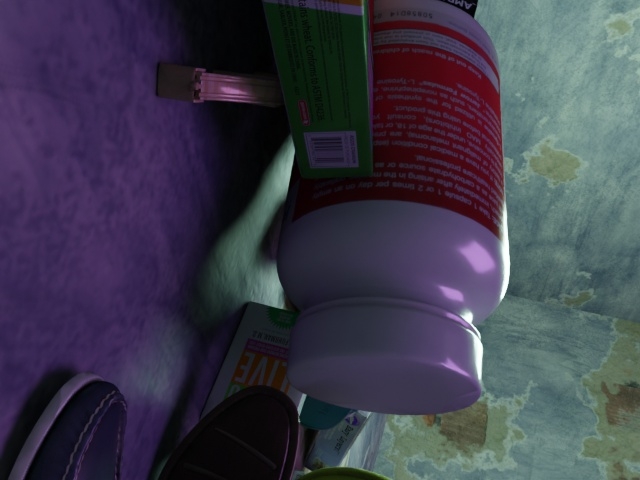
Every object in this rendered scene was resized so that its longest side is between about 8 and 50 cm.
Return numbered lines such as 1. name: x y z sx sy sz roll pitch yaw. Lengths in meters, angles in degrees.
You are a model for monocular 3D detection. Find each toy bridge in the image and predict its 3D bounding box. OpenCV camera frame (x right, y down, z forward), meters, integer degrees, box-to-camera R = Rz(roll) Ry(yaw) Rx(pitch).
1. toy bridge: -0.059 -0.125 0.481 0.188 0.063 0.026 -40 140 -68

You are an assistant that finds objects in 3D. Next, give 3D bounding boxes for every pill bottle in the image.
1. pill bottle: 0.079 -0.040 0.622 0.229 0.229 0.407 78 17 -58

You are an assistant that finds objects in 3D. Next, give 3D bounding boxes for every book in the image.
1. book: -0.057 0.145 0.641 0.035 0.096 0.144 77 28 -57

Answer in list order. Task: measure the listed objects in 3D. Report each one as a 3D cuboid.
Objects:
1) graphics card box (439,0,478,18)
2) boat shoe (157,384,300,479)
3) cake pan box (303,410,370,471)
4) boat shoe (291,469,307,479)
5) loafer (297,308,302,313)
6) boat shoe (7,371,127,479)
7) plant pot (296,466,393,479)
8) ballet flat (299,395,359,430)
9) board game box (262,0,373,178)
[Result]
1. graphics card box: 0.168 -0.241 1.069 0.233 0.094 0.370 124 -16 -72
2. boat shoe: -0.110 0.279 0.553 0.307 0.111 0.104 -63 171 -10
3. cake pan box: 0.083 0.317 1.175 0.246 0.070 0.266 -45 161 -48
4. boat shoe: -0.001 0.528 1.147 0.306 0.113 0.104 67 43 -61
5. loafer: 0.030 0.085 0.951 0.267 0.084 0.096 37 67 -75
6. boat shoe: -0.153 0.212 0.360 0.095 0.079 0.254 38 65 -74
7. plant pot: -0.006 0.559 0.773 0.353 0.367 0.366 -21 123 -59
8. ballet flat: 0.073 0.131 0.846 0.409 0.147 0.147 -47 -173 36
9. board game box: 0.009 -0.249 0.488 0.242 0.064 0.316 78 13 -58
